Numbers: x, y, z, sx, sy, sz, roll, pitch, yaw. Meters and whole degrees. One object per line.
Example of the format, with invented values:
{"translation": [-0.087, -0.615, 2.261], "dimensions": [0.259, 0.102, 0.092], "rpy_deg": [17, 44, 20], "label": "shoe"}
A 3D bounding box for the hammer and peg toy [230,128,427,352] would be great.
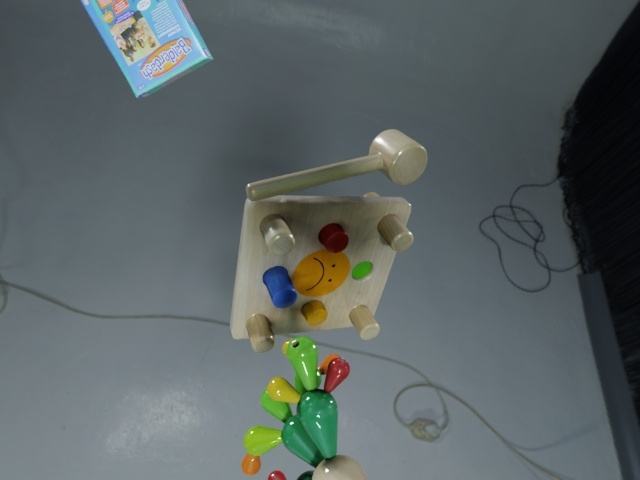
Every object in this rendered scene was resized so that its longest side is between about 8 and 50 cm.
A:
{"translation": [0.000, 0.000, 0.660], "dimensions": [0.266, 0.361, 0.127], "rpy_deg": [-2, 35, -22], "label": "hammer and peg toy"}

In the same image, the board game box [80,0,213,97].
{"translation": [-0.321, -0.396, 0.814], "dimensions": [0.160, 0.047, 0.210], "rpy_deg": [-24, 105, 10], "label": "board game box"}

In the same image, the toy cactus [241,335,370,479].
{"translation": [0.001, 0.202, 0.422], "dimensions": [0.112, 0.219, 0.180], "rpy_deg": [1, 21, -37], "label": "toy cactus"}
